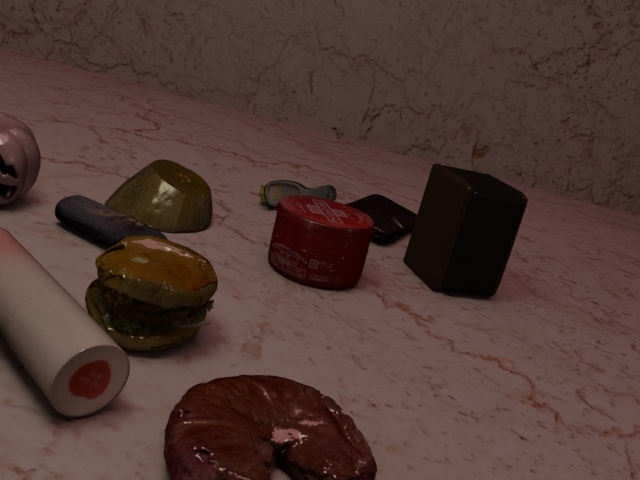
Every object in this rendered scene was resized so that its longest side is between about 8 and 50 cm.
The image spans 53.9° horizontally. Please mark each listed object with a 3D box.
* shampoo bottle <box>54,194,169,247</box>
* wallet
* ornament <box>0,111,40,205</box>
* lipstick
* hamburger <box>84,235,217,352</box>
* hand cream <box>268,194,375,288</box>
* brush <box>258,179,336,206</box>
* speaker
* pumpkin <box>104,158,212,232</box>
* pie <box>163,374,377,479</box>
[{"bbox_3d":[-0.355,-0.018,1.094,0.233,0.049,0.087,23,22,23],"label":"shampoo bottle"},{"bbox_3d":[0.151,-0.063,1.604,0.165,0.042,0.309,26,19,19],"label":"wallet"},{"bbox_3d":[-0.598,-0.142,1.128,0.177,0.178,0.177,13,18,-4],"label":"ornament"},{"bbox_3d":[-0.343,0.082,0.747,0.087,0.087,0.326,-5,27,-46],"label":"lipstick"},{"bbox_3d":[-0.224,0.076,0.842,0.185,0.114,0.177,30,17,19],"label":"hamburger"},{"bbox_3d":[0.000,0.000,1.198,0.193,0.126,0.193,14,19,-5],"label":"hand cream"},{"bbox_3d":[-0.065,-0.119,1.624,0.060,0.068,0.296,1,3,37],"label":"brush"},{"bbox_3d":[0.299,-0.022,1.325,0.153,0.231,0.192,8,19,-19],"label":"speaker"},{"bbox_3d":[-0.316,-0.100,1.292,0.217,0.110,0.217,18,14,-5],"label":"pumpkin"},{"bbox_3d":[-0.053,0.208,0.653,0.218,0.054,0.204,0,23,-38],"label":"pie"}]
